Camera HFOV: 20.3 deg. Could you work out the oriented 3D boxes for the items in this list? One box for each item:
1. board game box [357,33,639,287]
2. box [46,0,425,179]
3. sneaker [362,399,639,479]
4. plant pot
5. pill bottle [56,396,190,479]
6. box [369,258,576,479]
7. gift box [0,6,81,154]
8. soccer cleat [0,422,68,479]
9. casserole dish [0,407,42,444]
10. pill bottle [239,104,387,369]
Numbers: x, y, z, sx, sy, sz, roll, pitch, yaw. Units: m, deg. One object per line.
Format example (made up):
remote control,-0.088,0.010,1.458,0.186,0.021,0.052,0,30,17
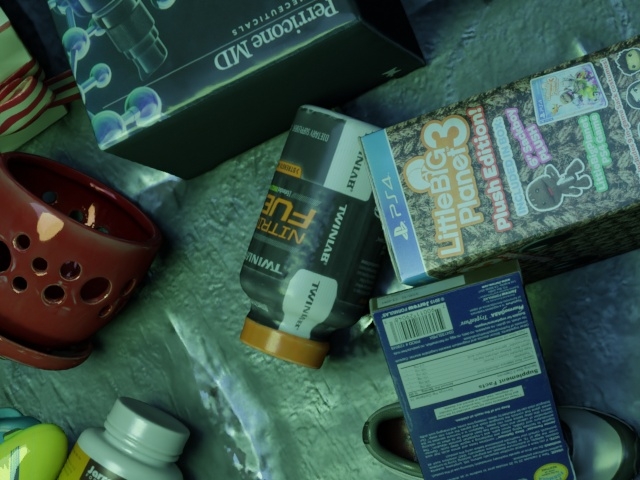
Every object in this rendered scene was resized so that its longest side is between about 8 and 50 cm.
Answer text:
board game box,0.219,-0.060,1.631,0.291,0.232,0.141,-19,77,19
box,-0.119,-0.306,1.801,0.293,0.212,0.395,-25,76,16
sneaker,0.167,0.200,1.689,0.271,0.108,0.100,2,83,20
plant pot,-0.282,0.026,1.843,0.191,0.191,0.174,35,106,21
pill bottle,-0.217,0.272,1.821,0.117,0.117,0.215,29,94,21
box,0.139,0.137,1.603,0.136,0.036,0.225,-16,112,5
gift box,-0.417,-0.181,1.887,0.255,0.276,0.258,-37,68,0
soccer cleat,-0.346,0.313,1.820,0.289,0.093,0.121,-48,51,1
casserole dish,-0.344,0.273,1.914,0.114,0.037,0.188,-8,80,20
pill bottle,0.000,0.000,1.763,0.130,0.130,0.245,20,91,22
